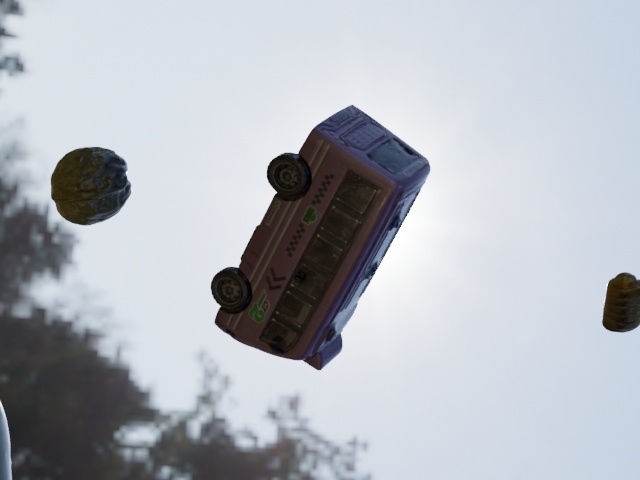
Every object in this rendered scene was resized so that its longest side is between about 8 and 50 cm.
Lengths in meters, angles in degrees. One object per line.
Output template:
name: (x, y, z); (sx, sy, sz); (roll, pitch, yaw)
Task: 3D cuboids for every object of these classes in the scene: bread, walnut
bread: (0.364, 0.077, 2.132); (0.034, 0.049, 0.088); (-76, 172, -46)
walnut: (-0.249, -0.060, 1.924); (0.092, 0.092, 0.092); (-175, -90, -73)

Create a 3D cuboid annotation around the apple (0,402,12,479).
apple: (-0.443, 0.205, 1.504); (0.357, 0.357, 0.357); (-175, -90, -73)

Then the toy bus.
toy bus: (0.000, 0.000, 1.395); (0.199, 0.108, 0.096); (-62, 168, 26)
